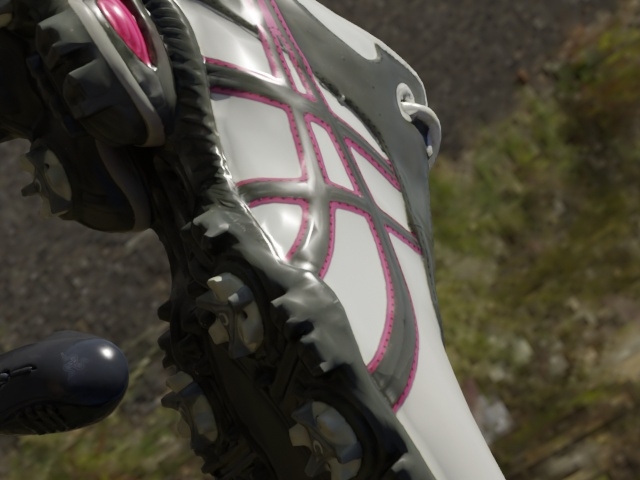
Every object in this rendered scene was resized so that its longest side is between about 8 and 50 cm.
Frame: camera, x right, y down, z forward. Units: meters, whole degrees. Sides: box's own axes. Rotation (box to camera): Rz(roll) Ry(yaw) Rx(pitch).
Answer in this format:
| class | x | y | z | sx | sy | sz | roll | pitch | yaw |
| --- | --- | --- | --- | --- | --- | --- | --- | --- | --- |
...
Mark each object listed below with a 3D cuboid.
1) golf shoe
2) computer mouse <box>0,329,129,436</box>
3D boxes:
| class | x | y | z | sx | sy | sz | roll | pitch | yaw |
| --- | --- | --- | --- | --- | --- | --- | --- | --- | --- |
| golf shoe | 0.000 | 0.000 | 0.556 | 0.120 | 0.105 | 0.273 | -24 | 73 | -29 |
| computer mouse | -0.236 | 0.098 | 1.256 | 0.041 | 0.242 | 0.071 | 51 | 36 | -53 |
